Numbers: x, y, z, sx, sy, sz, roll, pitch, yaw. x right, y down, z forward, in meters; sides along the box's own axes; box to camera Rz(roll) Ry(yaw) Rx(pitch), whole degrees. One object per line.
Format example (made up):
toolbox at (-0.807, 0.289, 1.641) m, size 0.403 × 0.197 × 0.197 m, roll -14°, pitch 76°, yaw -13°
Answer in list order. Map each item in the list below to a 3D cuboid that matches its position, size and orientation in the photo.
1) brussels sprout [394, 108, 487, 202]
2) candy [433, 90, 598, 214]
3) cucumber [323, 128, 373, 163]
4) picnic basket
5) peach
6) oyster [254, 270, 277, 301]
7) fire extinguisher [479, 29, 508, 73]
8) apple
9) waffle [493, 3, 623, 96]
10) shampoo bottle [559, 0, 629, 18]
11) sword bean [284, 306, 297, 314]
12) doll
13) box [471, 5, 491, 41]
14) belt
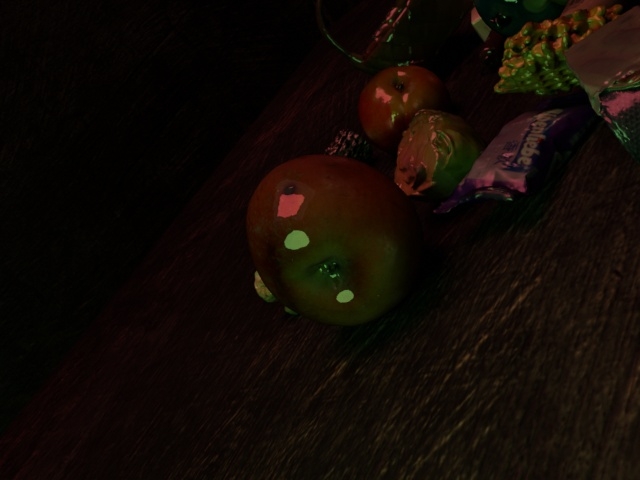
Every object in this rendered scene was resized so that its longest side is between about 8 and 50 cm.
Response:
brussels sprout at (0.191, -0.122, 1.105) m, size 0.149 × 0.122 × 0.152 m, roll 122°, pitch 157°, yaw -46°
candy at (0.280, -0.122, 0.979) m, size 0.275 × 0.070 × 0.145 m, roll -43°, pitch 23°, yaw -24°
cucumber at (-0.018, -0.078, 1.531) m, size 0.359 × 0.096 × 0.096 m, roll -54°, pitch 19°, yaw -17°
picnic basket at (0.149, -0.542, 1.691) m, size 0.293 × 0.337 × 0.337 m, roll -57°, pitch 18°, yaw 2°
peach at (0.170, -0.251, 1.437) m, size 0.190 × 0.192 × 0.190 m, roll -10°, pitch 58°, yaw 16°
oyster at (0.003, 0.005, 1.323) m, size 0.294 × 0.094 × 0.166 m, roll -32°, pitch 26°, yaw -4°
fire extinguisher at (0.351, -0.389, 1.456) m, size 0.157 × 0.045 × 0.078 m, roll -61°, pitch -5°, yaw -37°
apple at (0.019, 0.001, 1.000) m, size 0.253 × 0.253 × 0.253 m, roll -40°, pitch 19°, yaw 16°
waffle at (0.344, -0.253, 0.971) m, size 0.197 × 0.070 × 0.193 m, roll -5°, pitch -7°, yaw -7°
shampoo bottle at (0.484, -0.432, 1.182) m, size 0.257 × 0.078 × 0.127 m, roll -53°, pitch 14°, yaw -16°
sword bean at (0.035, 0.030, 1.251) m, size 0.269 × 0.038 × 0.043 m, roll -47°, pitch 20°, yaw 1°
doll at (0.400, -0.498, 1.322) m, size 0.322 × 0.198 × 0.186 m, roll -49°, pitch -4°, yaw -21°
box at (0.444, -0.542, 1.530) m, size 0.256 × 0.069 × 0.164 m, roll -35°, pitch 21°, yaw 29°
belt at (0.365, -0.173, 0.784) m, size 0.126 × 0.139 × 0.230 m, roll -38°, pitch 16°, yaw 25°
